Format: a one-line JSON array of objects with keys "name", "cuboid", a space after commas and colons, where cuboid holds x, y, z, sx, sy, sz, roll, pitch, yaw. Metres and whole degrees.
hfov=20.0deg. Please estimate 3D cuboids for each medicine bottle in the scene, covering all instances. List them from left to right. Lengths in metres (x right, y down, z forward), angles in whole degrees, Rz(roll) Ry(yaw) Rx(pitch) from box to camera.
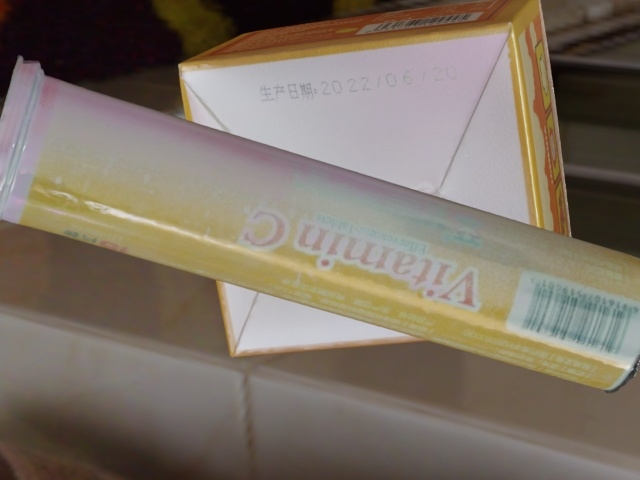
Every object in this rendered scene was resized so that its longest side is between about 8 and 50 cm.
[{"name": "medicine bottle", "cuboid": [0.000, 0.000, 1.142, 0.426, 0.108, 0.108, 17, 84, -11]}]

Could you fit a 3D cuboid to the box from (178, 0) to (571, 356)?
[{"name": "box", "cuboid": [0.057, -0.060, 1.551, 0.214, 0.283, 0.259, -49, 132, -68]}]
